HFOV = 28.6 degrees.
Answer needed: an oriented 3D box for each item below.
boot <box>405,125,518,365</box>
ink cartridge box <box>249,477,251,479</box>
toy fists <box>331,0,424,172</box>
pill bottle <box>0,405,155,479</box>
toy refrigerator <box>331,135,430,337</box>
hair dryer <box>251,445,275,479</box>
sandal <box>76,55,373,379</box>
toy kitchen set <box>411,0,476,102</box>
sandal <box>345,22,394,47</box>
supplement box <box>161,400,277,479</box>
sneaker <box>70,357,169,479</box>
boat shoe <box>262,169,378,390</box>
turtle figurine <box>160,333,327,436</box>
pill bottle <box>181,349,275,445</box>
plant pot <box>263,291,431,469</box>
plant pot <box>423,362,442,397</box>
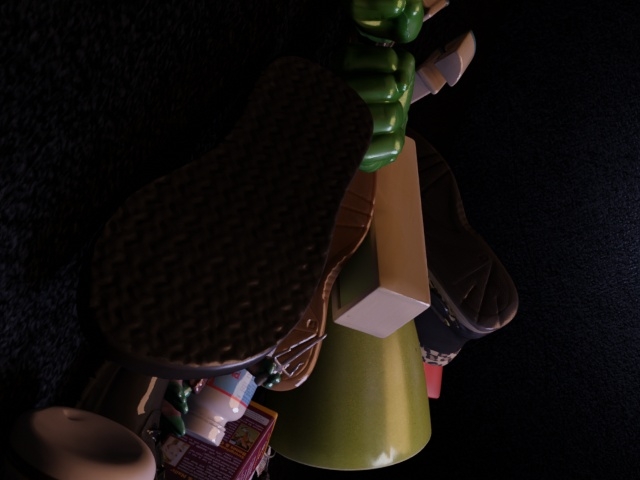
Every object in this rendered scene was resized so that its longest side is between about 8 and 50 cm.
[{"bbox_3d":[0.156,0.019,2.030,0.138,0.377,0.284,-29,166,-21],"label":"boot"},{"bbox_3d":[-0.165,0.445,1.957,0.224,0.045,0.223,-49,164,-74],"label":"ink cartridge box"},{"bbox_3d":[0.063,-0.213,1.353,0.142,0.096,0.279,30,66,-75],"label":"toy fists"},{"bbox_3d":[-0.215,0.246,0.974,0.117,0.117,0.215,-29,142,-76],"label":"pill bottle"},{"bbox_3d":[0.069,-0.019,1.664,0.102,0.094,0.270,-39,-139,42],"label":"toy refrigerator"},{"bbox_3d":[-0.044,0.356,2.423,0.293,0.080,0.224,-58,168,-45],"label":"hair dryer"},{"bbox_3d":[-0.069,-0.009,1.084,0.107,0.167,0.446,-51,-177,38],"label":"sandal"},{"bbox_3d":[0.097,-0.271,1.694,0.207,0.166,0.122,-27,-162,37],"label":"toy kitchen set"},{"bbox_3d":[0.062,-0.253,1.560,0.090,0.060,0.219,-56,-178,-23],"label":"sandal"},{"bbox_3d":[-0.140,0.270,1.533,0.188,0.104,0.081,-53,165,-54],"label":"supplement box"},{"bbox_3d":[-0.176,0.219,1.101,0.109,0.130,0.286,40,72,-79],"label":"sneaker"},{"bbox_3d":[-0.028,0.017,1.604,0.123,0.123,0.342,14,-92,68],"label":"boat shoe"},{"bbox_3d":[-0.090,0.097,1.346,0.234,0.118,0.175,-45,147,-26],"label":"turtle figurine"},{"bbox_3d":[-0.112,0.151,1.446,0.087,0.087,0.160,85,29,-72],"label":"pill bottle"},{"bbox_3d":[0.043,0.163,1.959,0.275,0.274,0.294,-48,142,-65],"label":"plant pot"},{"bbox_3d":[0.110,0.135,2.267,0.275,0.274,0.243,36,68,-81],"label":"plant pot"}]
